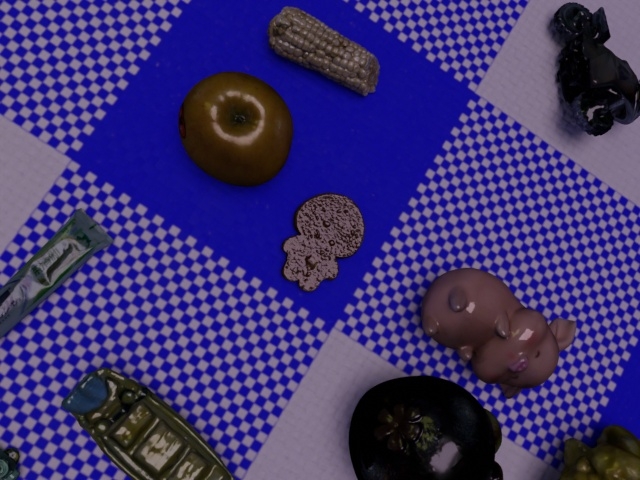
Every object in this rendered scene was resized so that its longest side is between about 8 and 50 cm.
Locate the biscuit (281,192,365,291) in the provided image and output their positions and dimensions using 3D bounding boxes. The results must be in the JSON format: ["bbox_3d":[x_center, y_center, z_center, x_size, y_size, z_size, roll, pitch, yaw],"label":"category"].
[{"bbox_3d":[0.000,0.000,1.024,0.124,0.026,0.175,34,78,-4],"label":"biscuit"}]

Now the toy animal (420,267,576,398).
[{"bbox_3d":[0.276,0.146,0.997,0.250,0.166,0.154,37,35,-10],"label":"toy animal"}]

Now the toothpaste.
[{"bbox_3d":[-0.446,0.078,0.922,0.075,0.048,0.297,44,75,-3],"label":"toothpaste"}]

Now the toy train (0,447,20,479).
[{"bbox_3d":[-0.494,0.314,0.882,0.122,0.050,0.081,45,85,-4],"label":"toy train"}]

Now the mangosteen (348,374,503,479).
[{"bbox_3d":[0.164,0.320,0.933,0.243,0.243,0.243,1,83,-11],"label":"mangosteen"}]

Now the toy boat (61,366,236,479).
[{"bbox_3d":[-0.251,0.300,0.915,0.276,0.084,0.111,42,75,-7],"label":"toy boat"}]

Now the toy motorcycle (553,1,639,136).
[{"bbox_3d":[0.513,-0.313,1.122,0.159,0.106,0.270,3,72,-14],"label":"toy motorcycle"}]

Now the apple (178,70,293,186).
[{"bbox_3d":[-0.130,-0.174,0.954,0.182,0.155,0.182,2,81,-12],"label":"apple"}]

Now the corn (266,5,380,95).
[{"bbox_3d":[0.010,-0.318,1.035,0.211,0.087,0.087,25,79,-6],"label":"corn"}]

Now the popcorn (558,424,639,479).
[{"bbox_3d":[0.472,0.431,0.960,0.250,0.242,0.235,-15,102,-24],"label":"popcorn"}]
